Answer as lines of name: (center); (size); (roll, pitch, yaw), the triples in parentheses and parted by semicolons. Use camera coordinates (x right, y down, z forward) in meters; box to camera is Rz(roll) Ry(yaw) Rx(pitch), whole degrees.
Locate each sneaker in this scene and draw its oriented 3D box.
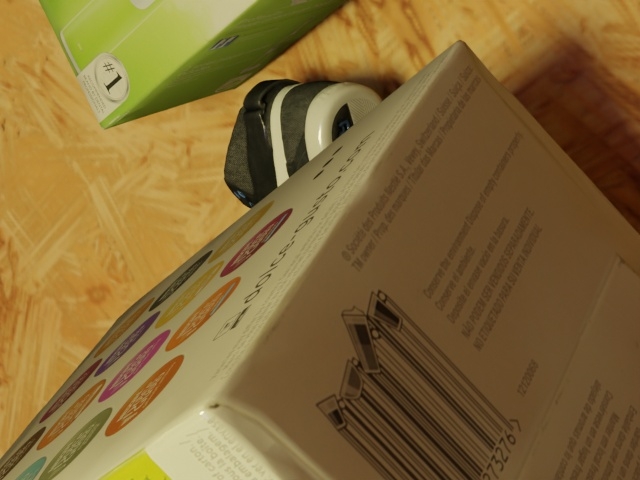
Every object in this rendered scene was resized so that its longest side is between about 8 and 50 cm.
sneaker: (0.000, 0.000, 1.197); (0.121, 0.079, 0.217); (14, 116, 50)

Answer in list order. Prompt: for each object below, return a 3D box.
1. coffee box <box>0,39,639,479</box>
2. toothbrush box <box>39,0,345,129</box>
coffee box: (0.024, 0.174, 0.990); (0.338, 0.337, 0.334); (46, 129, -8)
toothbrush box: (-0.064, -0.223, 1.119); (0.283, 0.122, 0.206); (-32, 83, 47)
